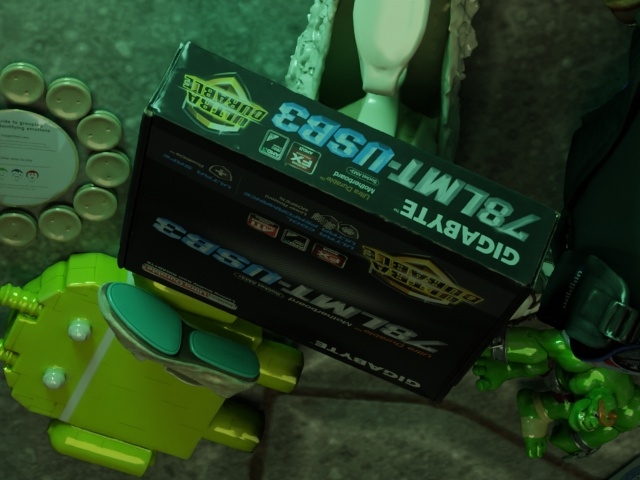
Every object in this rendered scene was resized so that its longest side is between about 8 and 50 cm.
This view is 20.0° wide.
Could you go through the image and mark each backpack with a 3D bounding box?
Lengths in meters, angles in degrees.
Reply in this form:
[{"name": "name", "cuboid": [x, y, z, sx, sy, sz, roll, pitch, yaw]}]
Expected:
[{"name": "backpack", "cuboid": [0.278, -0.014, 1.367, 0.213, 0.276, 0.263, 15, 167, -13]}]

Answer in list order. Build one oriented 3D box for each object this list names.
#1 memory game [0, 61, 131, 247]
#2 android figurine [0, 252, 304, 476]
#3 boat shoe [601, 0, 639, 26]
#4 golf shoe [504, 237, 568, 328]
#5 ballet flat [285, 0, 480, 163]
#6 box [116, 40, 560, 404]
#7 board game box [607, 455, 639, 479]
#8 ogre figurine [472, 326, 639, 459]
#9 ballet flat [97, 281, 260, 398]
[{"name": "memory game", "cuboid": [-0.245, -0.067, 1.468, 0.186, 0.012, 0.186, 0, 130, 0]}, {"name": "android figurine", "cuboid": [-0.161, 0.104, 1.587, 0.273, 0.056, 0.248, 20, 127, -19]}, {"name": "boat shoe", "cuboid": [0.307, -0.210, 1.321, 0.207, 0.073, 0.073, -30, 121, 22]}, {"name": "golf shoe", "cuboid": [0.171, 0.043, 1.518, 0.198, 0.094, 0.077, 10, 128, -11]}, {"name": "ballet flat", "cuboid": [0.040, -0.125, 1.348, 0.147, 0.147, 0.409, 3, 130, -4]}, {"name": "box", "cuboid": [0.000, 0.000, 1.368, 0.295, 0.073, 0.293, 25, 155, -1]}, {"name": "board game box", "cuboid": [0.388, 0.325, 1.772, 0.318, 0.066, 0.319, 32, 122, -25]}, {"name": "ogre figurine", "cuboid": [0.214, 0.124, 1.590, 0.118, 0.097, 0.197, -16, 115, 34]}, {"name": "ballet flat", "cuboid": [-0.125, 0.090, 1.505, 0.168, 0.057, 0.052, 31, 131, -28]}]
